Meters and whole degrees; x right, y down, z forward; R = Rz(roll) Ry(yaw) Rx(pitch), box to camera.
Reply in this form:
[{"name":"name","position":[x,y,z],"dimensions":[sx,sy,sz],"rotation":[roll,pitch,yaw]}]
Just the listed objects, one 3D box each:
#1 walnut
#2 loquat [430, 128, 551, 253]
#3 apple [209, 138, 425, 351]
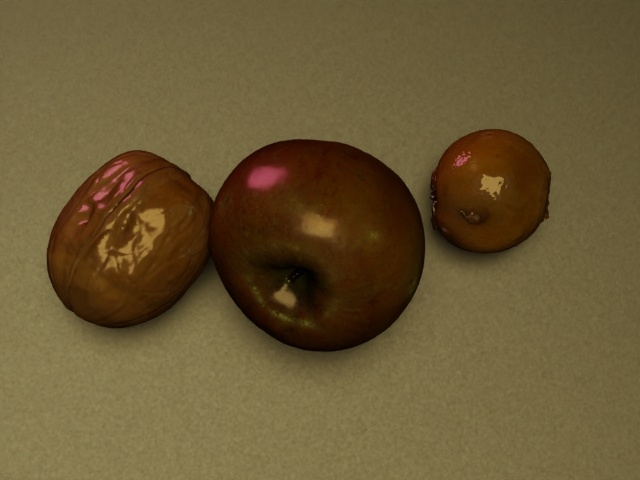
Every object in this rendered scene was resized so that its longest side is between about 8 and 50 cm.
[{"name":"walnut","position":[-0.205,0.002,1.791],"dimensions":[0.165,0.165,0.197],"rotation":[30,80,3]},{"name":"loquat","position":[0.188,-0.053,1.831],"dimensions":[0.141,0.141,0.141],"rotation":[0,80,-3]},{"name":"apple","position":[0.000,0.000,1.766],"dimensions":[0.237,0.237,0.207],"rotation":[25,38,2]}]
